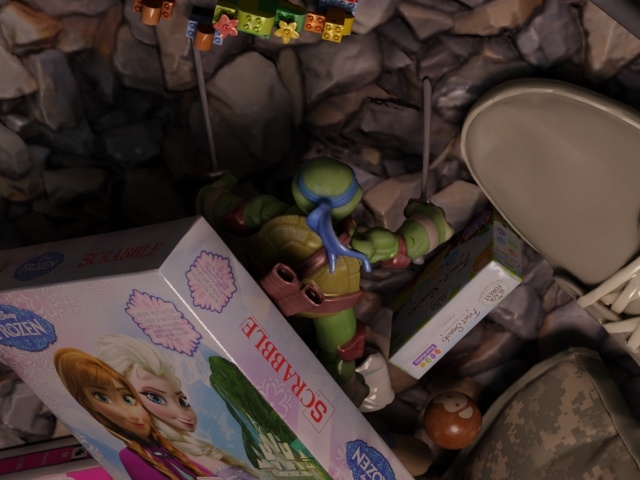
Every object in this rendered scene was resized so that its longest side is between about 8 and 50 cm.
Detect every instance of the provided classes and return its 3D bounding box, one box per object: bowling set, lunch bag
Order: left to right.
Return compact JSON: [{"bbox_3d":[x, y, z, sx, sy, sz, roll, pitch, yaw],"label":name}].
[{"bbox_3d":[0.044,0.215,1.475,0.154,0.287,0.200,16,96,-28],"label":"bowling set"},{"bbox_3d":[0.223,0.270,1.462,0.169,0.235,0.287,12,127,-28],"label":"lunch bag"}]

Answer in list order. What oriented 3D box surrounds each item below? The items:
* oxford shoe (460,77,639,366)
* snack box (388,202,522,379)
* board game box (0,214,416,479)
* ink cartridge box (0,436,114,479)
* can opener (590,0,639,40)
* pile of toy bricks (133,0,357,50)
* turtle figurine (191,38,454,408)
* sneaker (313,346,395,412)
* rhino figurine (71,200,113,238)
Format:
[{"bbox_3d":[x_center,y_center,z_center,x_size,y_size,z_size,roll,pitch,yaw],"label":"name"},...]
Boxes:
[{"bbox_3d":[0.291,0.041,1.337,0.449,0.130,0.169,45,129,-2],"label":"oxford shoe"},{"bbox_3d":[0.118,0.044,1.418,0.037,0.100,0.141,34,119,-16],"label":"snack box"},{"bbox_3d":[-0.119,0.129,1.362,0.318,0.066,0.318,-9,126,48],"label":"board game box"},{"bbox_3d":[-0.243,0.284,1.632,0.371,0.069,0.176,-13,121,11],"label":"ink cartridge box"},{"bbox_3d":[0.295,-0.144,1.239,0.074,0.093,0.280,-8,154,38],"label":"can opener"},{"bbox_3d":[-0.058,-0.192,1.277,0.212,0.105,0.118,12,123,-3],"label":"pile of toy bricks"},{"bbox_3d":[0.000,0.000,1.363,0.197,0.275,0.266,-5,132,-20],"label":"turtle figurine"},{"bbox_3d":[-0.008,0.132,1.520,0.152,0.054,0.061,-8,117,1],"label":"sneaker"},{"bbox_3d":[-0.131,0.065,1.471,0.243,0.073,0.106,28,117,-14],"label":"rhino figurine"}]
